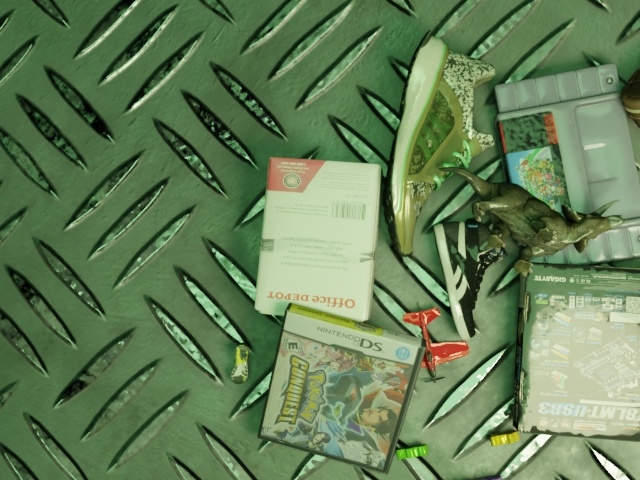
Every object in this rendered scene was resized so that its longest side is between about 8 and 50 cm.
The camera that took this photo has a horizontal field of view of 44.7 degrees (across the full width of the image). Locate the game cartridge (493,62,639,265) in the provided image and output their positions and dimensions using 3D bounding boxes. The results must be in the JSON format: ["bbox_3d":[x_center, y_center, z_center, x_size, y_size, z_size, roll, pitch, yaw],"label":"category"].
[{"bbox_3d":[0.449,-0.128,1.407,0.230,0.068,0.355,-9,84,3],"label":"game cartridge"}]

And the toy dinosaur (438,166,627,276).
[{"bbox_3d":[0.343,-0.038,1.330,0.313,0.160,0.121,24,122,22],"label":"toy dinosaur"}]

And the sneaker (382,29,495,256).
[{"bbox_3d":[0.220,-0.166,1.399,0.182,0.158,0.411,12,89,3],"label":"sneaker"}]

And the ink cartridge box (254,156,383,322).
[{"bbox_3d":[0.000,0.000,1.423,0.207,0.117,0.283,5,86,8],"label":"ink cartridge box"}]

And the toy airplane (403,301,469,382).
[{"bbox_3d":[0.197,0.186,1.427,0.151,0.028,0.151,-1,85,6],"label":"toy airplane"}]

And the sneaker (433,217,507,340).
[{"bbox_3d":[0.283,0.064,1.400,0.121,0.079,0.217,-13,82,8],"label":"sneaker"}]

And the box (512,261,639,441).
[{"bbox_3d":[0.488,0.190,1.332,0.295,0.073,0.294,3,90,6],"label":"box"}]

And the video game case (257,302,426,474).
[{"bbox_3d":[0.033,0.266,1.376,0.248,0.035,0.275,15,112,4],"label":"video game case"}]

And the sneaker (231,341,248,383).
[{"bbox_3d":[-0.149,0.231,1.470,0.031,0.035,0.083,10,108,-2],"label":"sneaker"}]

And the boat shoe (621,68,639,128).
[{"bbox_3d":[0.631,-0.303,1.391,0.257,0.095,0.095,-46,36,-10],"label":"boat shoe"}]

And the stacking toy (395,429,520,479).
[{"bbox_3d":[0.259,0.439,1.389,0.221,0.052,0.167,-11,82,8],"label":"stacking toy"}]
